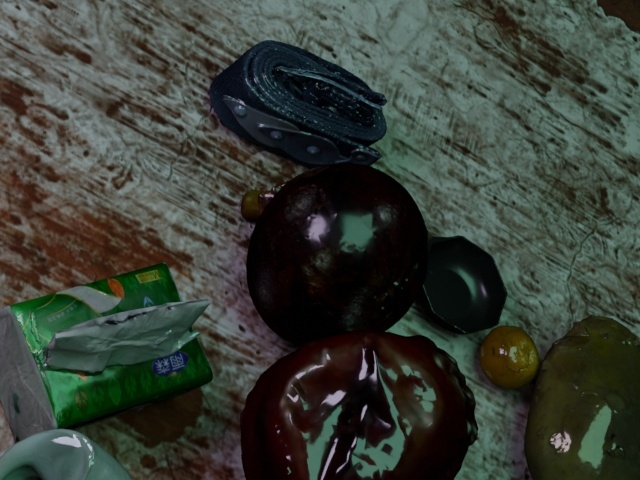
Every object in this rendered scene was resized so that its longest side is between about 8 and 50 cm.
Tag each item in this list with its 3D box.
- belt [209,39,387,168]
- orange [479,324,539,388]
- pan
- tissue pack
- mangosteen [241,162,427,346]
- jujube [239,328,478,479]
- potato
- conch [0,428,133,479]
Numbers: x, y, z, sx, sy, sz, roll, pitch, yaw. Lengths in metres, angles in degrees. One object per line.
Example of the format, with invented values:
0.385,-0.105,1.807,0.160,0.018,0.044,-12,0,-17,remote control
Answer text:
-0.019,-0.174,2.199,0.218,0.128,0.122,22,58,-25,belt
0.241,0.150,2.261,0.083,0.070,0.083,14,69,-39,orange
0.162,0.028,2.277,0.128,0.048,0.202,-11,77,-37,pan
-0.234,0.116,1.912,0.209,0.156,0.148,-15,80,-38,tissue pack
0.000,0.000,2.097,0.235,0.235,0.261,-25,50,-38,mangosteen
0.045,0.209,1.926,0.258,0.258,0.376,59,8,3,jujube
0.355,0.227,2.258,0.191,0.141,0.296,29,53,-26,potato
-0.263,0.309,1.825,0.185,0.121,0.221,-9,76,-27,conch
